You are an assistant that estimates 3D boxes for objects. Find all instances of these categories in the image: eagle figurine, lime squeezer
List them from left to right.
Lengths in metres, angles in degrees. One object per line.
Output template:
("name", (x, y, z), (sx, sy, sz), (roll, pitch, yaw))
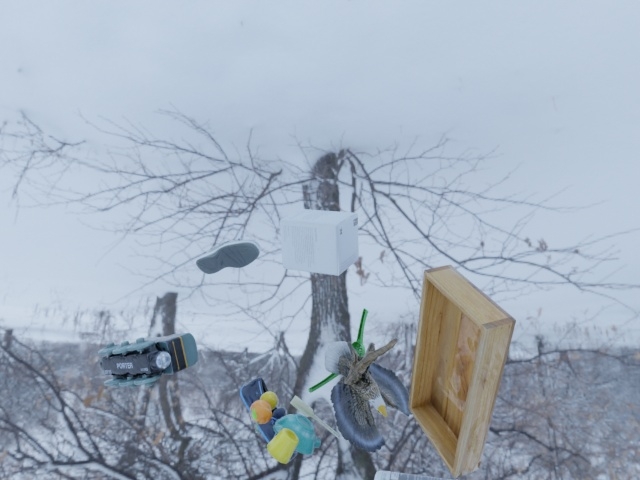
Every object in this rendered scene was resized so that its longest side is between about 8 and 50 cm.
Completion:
("lime squeezer", (0.087, 0.374, 1.418), (0.058, 0.310, 0.110), (30, 166, 34))
("eagle figurine", (0.140, 0.442, 1.286), (0.226, 0.225, 0.298), (-8, 130, 13))

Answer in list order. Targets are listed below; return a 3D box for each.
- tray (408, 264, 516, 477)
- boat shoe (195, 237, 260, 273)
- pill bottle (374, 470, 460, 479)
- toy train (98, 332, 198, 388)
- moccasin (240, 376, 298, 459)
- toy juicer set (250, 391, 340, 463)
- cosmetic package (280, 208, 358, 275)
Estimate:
("tray", (0.285, 0.281, 0.947), (0.076, 0.411, 0.203), (-11, -150, -17))
("boat shoe", (-0.368, 0.050, 1.792), (0.320, 0.103, 0.118), (-20, 120, 33))
("pill bottle", (0.341, 0.820, 1.324), (0.360, 0.204, 0.204), (0, 164, 14))
("toy train", (-0.531, 0.359, 1.352), (0.333, 0.142, 0.190), (-15, 176, 37))
("moccasin", (-0.190, 0.698, 1.752), (0.116, 0.342, 0.138), (-39, 164, -3))
("toy juicer set", (-0.093, 0.532, 1.278), (0.209, 0.090, 0.329), (36, -178, 31))
("cosmetic package", (0.000, 0.000, 1.294), (0.183, 0.152, 0.151), (6, -161, 26))
